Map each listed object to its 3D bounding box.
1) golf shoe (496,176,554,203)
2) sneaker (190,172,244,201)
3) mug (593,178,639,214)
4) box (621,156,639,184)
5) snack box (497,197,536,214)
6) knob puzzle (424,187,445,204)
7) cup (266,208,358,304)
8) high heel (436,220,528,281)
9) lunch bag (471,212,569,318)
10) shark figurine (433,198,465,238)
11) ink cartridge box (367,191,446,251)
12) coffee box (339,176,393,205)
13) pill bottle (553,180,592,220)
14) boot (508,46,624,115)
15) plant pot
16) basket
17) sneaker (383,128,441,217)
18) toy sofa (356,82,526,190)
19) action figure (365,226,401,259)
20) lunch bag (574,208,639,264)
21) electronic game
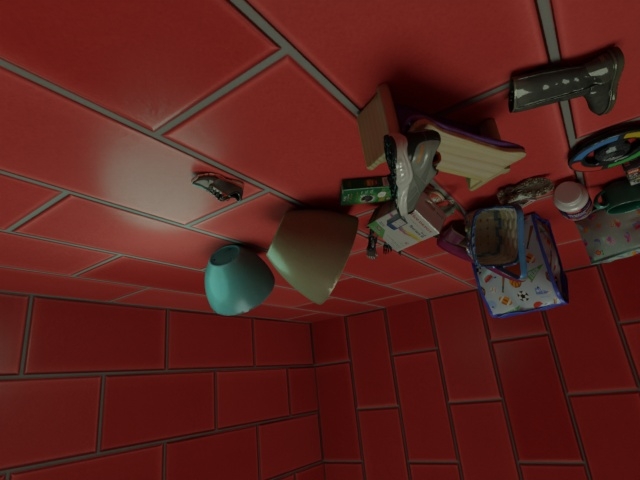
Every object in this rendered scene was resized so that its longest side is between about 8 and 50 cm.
[{"bbox_3d":[0.704,-0.173,1.426,0.176,0.069,0.086,-12,178,32],"label":"golf shoe"},{"bbox_3d":[-0.286,-0.145,1.173,0.157,0.065,0.061,7,157,-34],"label":"sneaker"},{"bbox_3d":[1.076,-0.164,1.485,0.157,0.098,0.129,5,158,-27],"label":"mug"},{"bbox_3d":[1.099,-0.257,1.308,0.233,0.044,0.159,-22,155,38],"label":"box"},{"bbox_3d":[0.740,-0.127,1.600,0.064,0.022,0.178,-1,160,-19],"label":"snack box"},{"bbox_3d":[0.345,-0.130,1.461,0.213,0.030,0.213,-6,160,-2],"label":"knob puzzle"},{"bbox_3d":[-0.046,0.024,1.424,0.236,0.331,0.331,23,155,-7],"label":"cup"},{"bbox_3d":[0.674,0.066,1.748,0.127,0.377,0.181,-45,168,-24],"label":"high heel"},{"bbox_3d":[0.858,0.124,1.805,0.238,0.386,0.327,12,153,-41],"label":"lunch bag"},{"bbox_3d":[0.417,-0.068,1.480,0.166,0.116,0.278,-11,173,-42],"label":"shark figurine"},{"bbox_3d":[0.287,-0.068,1.390,0.154,0.093,0.212,41,144,-14],"label":"ink cartridge box"},{"bbox_3d":[0.154,-0.158,1.307,0.184,0.041,0.113,-6,161,-2],"label":"coffee box"},{"bbox_3d":[0.892,-0.143,1.470,0.108,0.108,0.193,-20,157,34],"label":"pill bottle"},{"bbox_3d":[0.528,-0.319,0.914,0.208,0.076,0.190,-19,143,16],"label":"boot"},{"bbox_3d":[-0.355,0.134,1.700,0.290,0.290,0.195,-10,126,11],"label":"plant pot"},{"bbox_3d":[0.647,-0.005,1.504,0.201,0.255,0.289,-7,-173,-10],"label":"basket"},{"bbox_3d":[0.195,-0.131,0.863,0.107,0.100,0.271,-15,157,4],"label":"sneaker"},{"bbox_3d":[0.280,-0.240,0.948,0.362,0.150,0.177,5,154,-29],"label":"toy sofa"},{"bbox_3d":[0.259,0.004,1.656,0.164,0.141,0.276,-5,164,0],"label":"action figure"},{"bbox_3d":[1.214,-0.045,1.677,0.160,0.224,0.262,-3,160,-27],"label":"lunch bag"},{"bbox_3d":[0.852,-0.262,1.212,0.229,0.048,0.229,-6,161,-2],"label":"electronic game"}]
